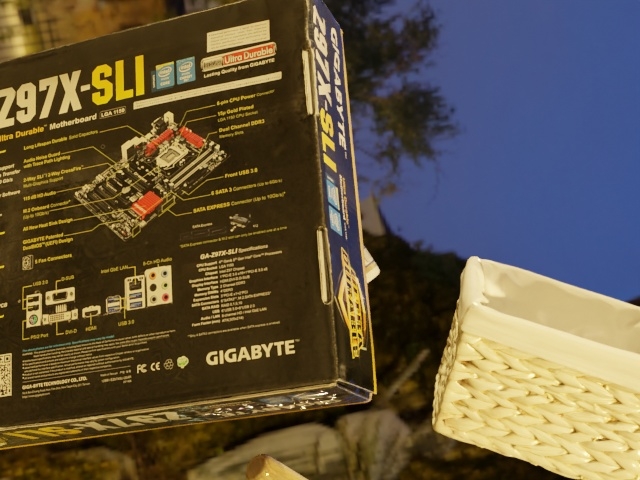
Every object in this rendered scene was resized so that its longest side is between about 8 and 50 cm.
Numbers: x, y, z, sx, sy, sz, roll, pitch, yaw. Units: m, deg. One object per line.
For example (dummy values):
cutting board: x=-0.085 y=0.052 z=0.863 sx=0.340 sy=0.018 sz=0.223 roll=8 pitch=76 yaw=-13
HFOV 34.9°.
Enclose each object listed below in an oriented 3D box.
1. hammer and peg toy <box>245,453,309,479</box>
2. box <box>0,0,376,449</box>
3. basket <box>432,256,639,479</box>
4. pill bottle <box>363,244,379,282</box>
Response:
hammer and peg toy: x=-0.035 y=0.319 z=0.662 sx=0.127 sy=0.361 sz=0.266 roll=-19 pitch=-57 yaw=43
box: x=-0.135 y=-0.005 z=0.671 sx=0.079 sy=0.322 sz=0.257 roll=40 pitch=42 yaw=-64
basket: x=0.166 y=0.094 z=0.711 sx=0.113 sy=0.167 sz=0.103 roll=-62 pitch=169 yaw=-72
pill bottle: x=0.000 y=0.000 z=1.428 sx=0.169 sy=0.094 sz=0.094 roll=57 pitch=-12 yaw=0
